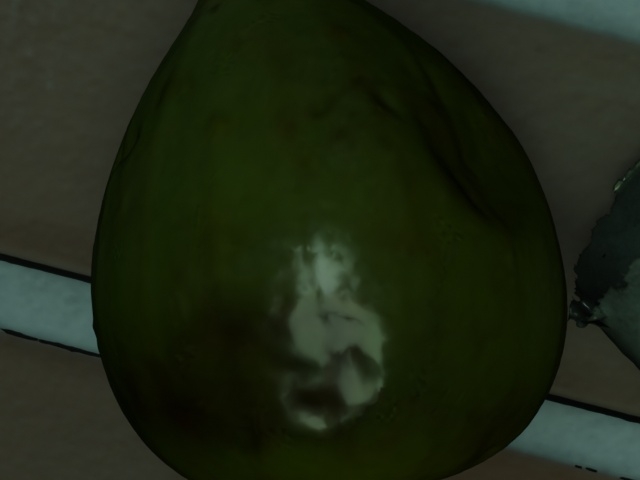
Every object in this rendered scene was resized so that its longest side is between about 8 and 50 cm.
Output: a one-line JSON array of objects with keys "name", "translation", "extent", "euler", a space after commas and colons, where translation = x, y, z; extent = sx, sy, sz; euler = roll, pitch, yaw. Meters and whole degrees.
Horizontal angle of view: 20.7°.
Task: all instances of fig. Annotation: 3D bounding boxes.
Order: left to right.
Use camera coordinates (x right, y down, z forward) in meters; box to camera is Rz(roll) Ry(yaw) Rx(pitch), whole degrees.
[{"name": "fig", "translation": [0.000, 0.005, 0.749], "extent": [0.207, 0.207, 0.230], "euler": [-7, 112, 7]}]

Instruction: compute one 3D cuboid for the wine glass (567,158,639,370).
[{"name": "wine glass", "translation": [0.216, 0.048, 0.798], "extent": [0.204, 0.111, 0.111], "euler": [34, 111, -12]}]
